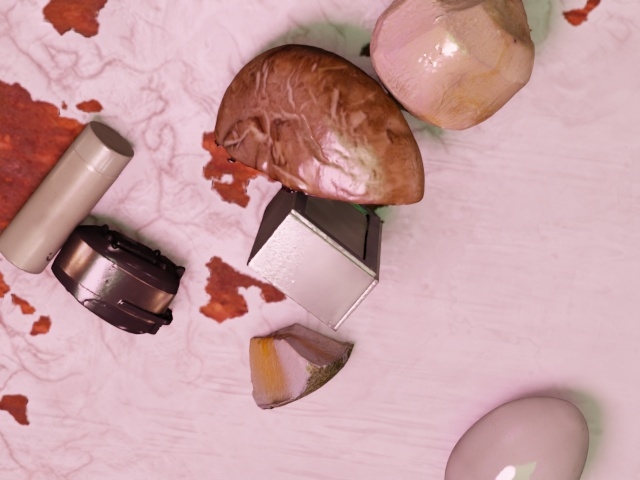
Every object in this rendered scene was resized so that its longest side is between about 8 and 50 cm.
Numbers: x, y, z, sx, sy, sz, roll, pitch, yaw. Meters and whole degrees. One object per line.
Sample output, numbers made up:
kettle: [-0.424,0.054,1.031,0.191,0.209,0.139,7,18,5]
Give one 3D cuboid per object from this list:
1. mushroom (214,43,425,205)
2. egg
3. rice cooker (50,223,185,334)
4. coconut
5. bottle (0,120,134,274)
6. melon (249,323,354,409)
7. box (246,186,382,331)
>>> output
mushroom: [0.001,-0.146,1.626,0.286,0.156,0.151,24,119,26]
egg: [0.251,0.284,1.780,0.151,0.151,0.209,43,106,-10]
rice cooker: [-0.252,0.048,1.753,0.165,0.112,0.106,24,100,-23]
coconut: [0.146,-0.216,1.608,0.194,0.194,0.194,1,108,4]
bottle: [-0.318,-0.052,1.749,0.072,0.072,0.201,39,107,-9]
melon: [-0.019,0.150,1.784,0.139,0.202,0.093,-18,88,-25]
box: [0.000,0.000,1.664,0.129,0.225,0.086,37,106,-9]
